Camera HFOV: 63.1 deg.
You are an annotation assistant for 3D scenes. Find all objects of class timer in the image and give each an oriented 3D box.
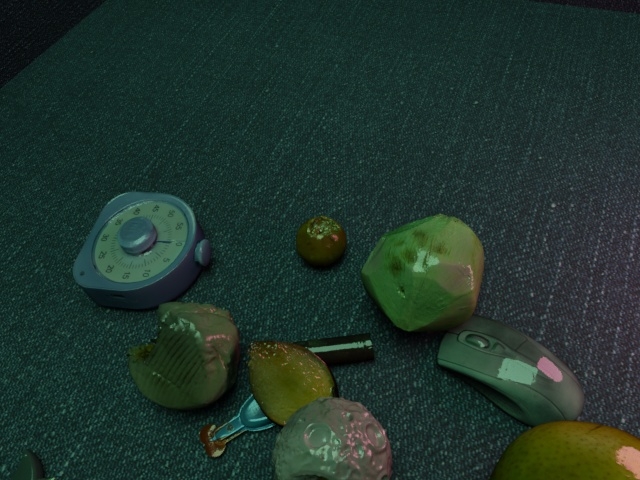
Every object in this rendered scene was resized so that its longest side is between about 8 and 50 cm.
[{"bbox_3d":[-0.519,0.020,1.579,0.394,0.173,0.395,-4,52,5],"label":"timer"}]

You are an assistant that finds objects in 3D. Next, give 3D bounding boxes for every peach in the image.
[{"bbox_3d":[-0.080,0.348,1.280,0.189,0.068,0.279,-44,97,-20],"label":"peach"}]

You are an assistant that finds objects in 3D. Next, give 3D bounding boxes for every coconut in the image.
[{"bbox_3d":[0.264,0.097,1.340,0.328,0.281,0.329,-13,42,12],"label":"coconut"}]

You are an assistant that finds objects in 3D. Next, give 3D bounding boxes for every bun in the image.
[{"bbox_3d":[-0.322,0.285,1.327,0.281,0.282,0.205,12,15,16],"label":"bun"}]

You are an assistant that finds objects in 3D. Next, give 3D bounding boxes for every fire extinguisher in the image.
[{"bbox_3d":[0.003,0.284,1.367,0.267,0.072,0.089,-7,59,2],"label":"fire extinguisher"}]

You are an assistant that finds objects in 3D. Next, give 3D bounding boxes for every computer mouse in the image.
[{"bbox_3d":[0.454,0.301,1.268,0.370,0.122,0.188,27,61,29],"label":"computer mouse"}]

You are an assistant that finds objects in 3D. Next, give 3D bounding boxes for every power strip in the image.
[{"bbox_3d":[-0.756,0.617,1.238,0.253,0.054,0.168,-30,58,-14],"label":"power strip"}]

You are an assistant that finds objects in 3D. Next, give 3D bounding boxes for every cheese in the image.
[{"bbox_3d":[-0.181,0.443,1.298,0.256,0.037,0.106,-29,54,-12],"label":"cheese"}]

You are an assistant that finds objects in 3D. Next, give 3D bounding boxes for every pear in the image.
[{"bbox_3d":[0.492,0.513,0.953,0.417,0.363,0.363,3,47,-28],"label":"pear"}]

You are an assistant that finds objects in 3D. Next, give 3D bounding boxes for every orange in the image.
[{"bbox_3d":[0.000,0.000,1.544,0.154,0.134,0.155,-4,60,7],"label":"orange"}]

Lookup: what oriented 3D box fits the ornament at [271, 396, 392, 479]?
[{"bbox_3d":[0.028,0.461,1.120,0.259,0.260,0.225,7,26,13],"label":"ornament"}]
